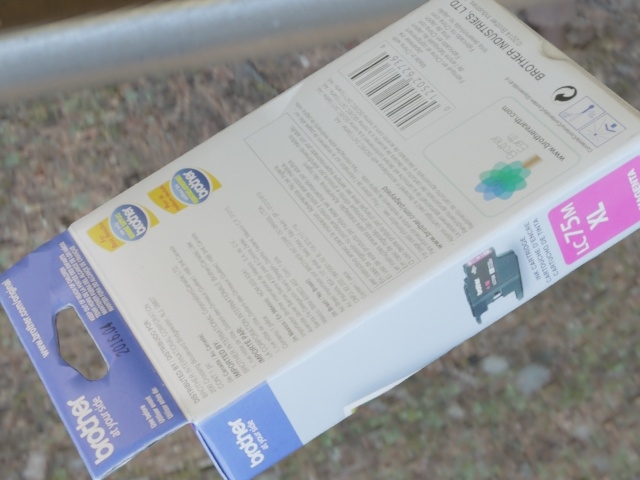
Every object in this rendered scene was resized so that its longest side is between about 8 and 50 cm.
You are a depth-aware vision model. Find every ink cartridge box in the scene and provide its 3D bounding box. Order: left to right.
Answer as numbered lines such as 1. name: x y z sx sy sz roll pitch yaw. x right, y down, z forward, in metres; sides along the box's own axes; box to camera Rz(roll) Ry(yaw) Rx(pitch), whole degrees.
1. ink cartridge box: 0.000 0.000 0.893 0.311 0.186 0.065 -31 130 -8
